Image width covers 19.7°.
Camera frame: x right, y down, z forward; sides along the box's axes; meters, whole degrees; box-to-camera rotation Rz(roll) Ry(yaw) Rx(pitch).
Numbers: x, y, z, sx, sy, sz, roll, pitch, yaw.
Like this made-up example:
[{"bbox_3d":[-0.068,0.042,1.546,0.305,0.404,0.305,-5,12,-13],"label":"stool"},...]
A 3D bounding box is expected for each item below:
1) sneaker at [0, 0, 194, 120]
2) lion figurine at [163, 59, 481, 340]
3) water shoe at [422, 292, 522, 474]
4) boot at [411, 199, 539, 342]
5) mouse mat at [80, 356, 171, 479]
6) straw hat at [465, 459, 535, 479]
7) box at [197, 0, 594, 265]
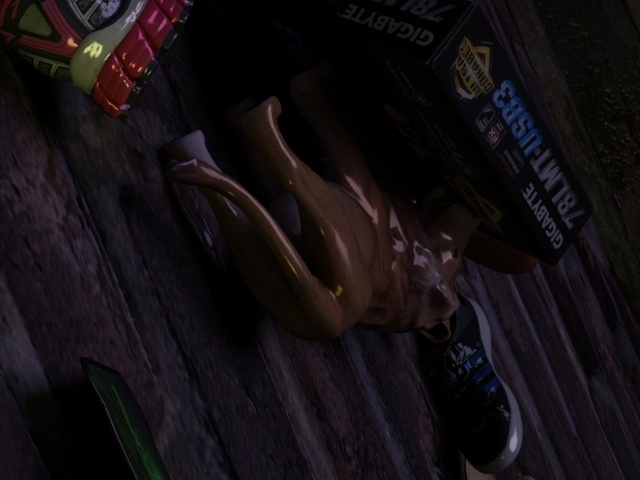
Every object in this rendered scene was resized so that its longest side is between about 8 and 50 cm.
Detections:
[{"bbox_3d":[-0.146,-0.192,1.202,0.112,0.121,0.299,29,21,-17],"label":"sneaker"},{"bbox_3d":[0.000,0.000,1.392,0.240,0.142,0.392,64,22,-6],"label":"lion figurine"},{"bbox_3d":[0.132,0.136,1.778,0.080,0.073,0.203,25,35,-37],"label":"water shoe"},{"bbox_3d":[0.124,0.002,1.782,0.264,0.096,0.280,48,22,-23],"label":"boot"},{"bbox_3d":[-0.083,0.153,1.022,0.152,0.007,0.190,76,-11,-83],"label":"mouse mat"},{"bbox_3d":[0.196,0.264,1.794,0.144,0.061,0.144,59,17,-31],"label":"straw hat"},{"bbox_3d":[0.055,-0.125,1.533,0.293,0.073,0.295,25,-17,38],"label":"box"}]
